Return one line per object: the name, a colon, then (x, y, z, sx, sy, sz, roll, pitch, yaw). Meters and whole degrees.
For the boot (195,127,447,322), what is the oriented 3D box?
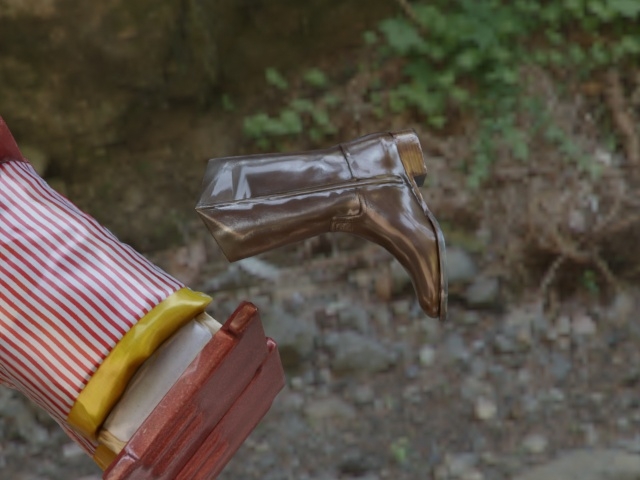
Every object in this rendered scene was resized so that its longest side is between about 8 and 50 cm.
boot: (0.000, 0.000, 0.792, 0.114, 0.037, 0.106, -10, 65, -6)

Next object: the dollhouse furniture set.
dollhouse furniture set: (-0.206, 0.146, 0.879, 0.201, 0.152, 0.374, 34, 78, 16)
